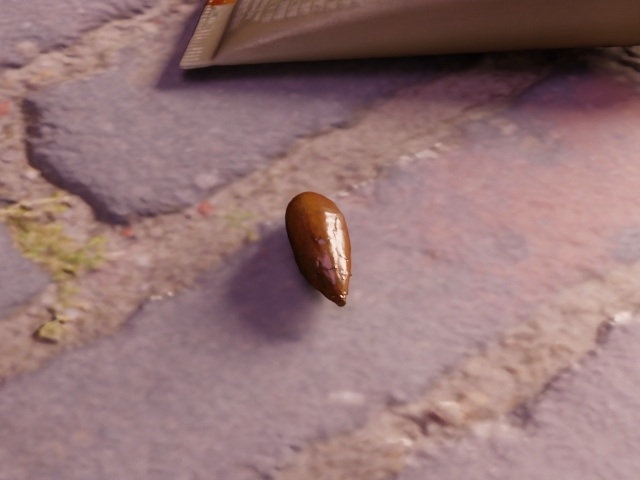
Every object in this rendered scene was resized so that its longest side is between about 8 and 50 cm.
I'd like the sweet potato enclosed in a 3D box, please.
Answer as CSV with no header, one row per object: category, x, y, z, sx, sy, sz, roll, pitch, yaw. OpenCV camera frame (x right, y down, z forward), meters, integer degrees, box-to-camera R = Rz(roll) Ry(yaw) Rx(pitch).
sweet potato,0.000,0.000,1.019,0.034,0.034,0.095,-13,39,-8

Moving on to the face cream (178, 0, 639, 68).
face cream,0.091,-0.153,1.160,0.341,0.084,0.137,-2,39,17
